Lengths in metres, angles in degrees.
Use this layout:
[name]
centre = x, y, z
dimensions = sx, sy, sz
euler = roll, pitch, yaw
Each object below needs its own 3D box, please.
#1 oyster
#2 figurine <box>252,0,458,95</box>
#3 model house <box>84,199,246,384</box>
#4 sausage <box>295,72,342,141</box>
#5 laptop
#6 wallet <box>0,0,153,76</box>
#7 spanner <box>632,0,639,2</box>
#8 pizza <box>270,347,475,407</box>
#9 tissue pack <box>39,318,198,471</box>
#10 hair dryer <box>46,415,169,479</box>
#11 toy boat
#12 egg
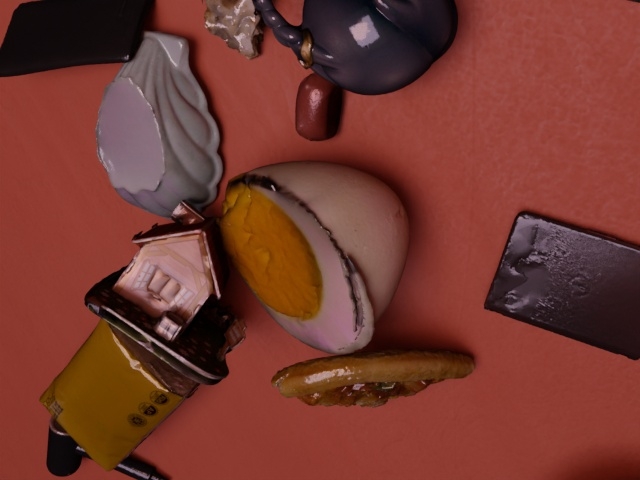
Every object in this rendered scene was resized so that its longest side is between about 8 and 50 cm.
[oyster]
centre = -0.099, -0.310, 0.861
dimensions = 0.103, 0.051, 0.148
euler = 42, 148, 4
[figurine]
centre = 0.030, -0.289, 0.759
dimensions = 0.265, 0.175, 0.197
euler = 42, 112, 10
[model house]
centre = -0.172, 0.054, 0.944
dimensions = 0.207, 0.294, 0.154
euler = 35, 94, -7
[sausage]
centre = -0.005, -0.174, 0.880
dimensions = 0.054, 0.059, 0.094
euler = 22, 123, 27
[laptop]
centre = 0.331, 0.057, 0.861
dimensions = 0.207, 0.026, 0.153
euler = 19, 115, 13
[wallet]
centre = -0.353, -0.293, 0.948
dimensions = 0.245, 0.025, 0.124
euler = 2, 68, 22
[spanner]
centre = 0.443, -0.274, 0.679
dimensions = 0.255, 0.015, 0.054
euler = 3, 112, 21
[pizza]
centre = 0.072, 0.200, 0.950
dimensions = 0.293, 0.058, 0.197
euler = -2, 157, -14
[tissue pack]
centre = -0.335, 0.245, 1.146
dimensions = 0.192, 0.134, 0.271
euler = 44, 120, 1
[hair dryer]
centre = -0.413, 0.432, 1.302
dimensions = 0.256, 0.070, 0.128
euler = 23, 119, 7
[toy boat]
centre = -0.245, -0.148, 0.967
dimensions = 0.200, 0.100, 0.290
euler = 12, 117, 17
[egg]
centre = 0.003, 0.004, 0.897
dimensions = 0.286, 0.174, 0.264
euler = -12, 109, 54
